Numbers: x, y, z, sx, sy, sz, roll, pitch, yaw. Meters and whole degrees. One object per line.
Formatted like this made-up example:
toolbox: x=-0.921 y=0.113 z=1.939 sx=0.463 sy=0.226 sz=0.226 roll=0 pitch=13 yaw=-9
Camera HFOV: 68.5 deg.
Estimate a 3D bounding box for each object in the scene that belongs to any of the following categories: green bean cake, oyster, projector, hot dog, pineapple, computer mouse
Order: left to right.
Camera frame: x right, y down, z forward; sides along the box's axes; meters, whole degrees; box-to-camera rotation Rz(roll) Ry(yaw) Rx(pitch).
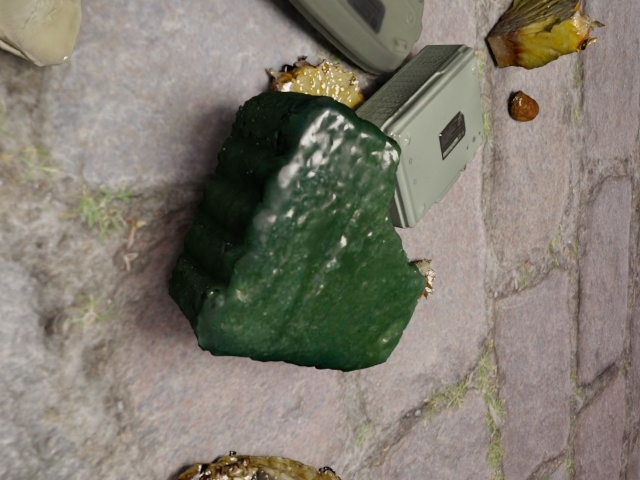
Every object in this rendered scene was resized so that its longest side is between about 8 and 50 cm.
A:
oyster: x=-0.066 y=0.391 z=0.699 sx=0.345 sy=0.079 sz=0.128 roll=39 pitch=81 yaw=-37
pineapple: x=-0.008 y=-0.160 z=0.674 sx=0.221 sy=0.047 sz=0.220 roll=-7 pitch=102 yaw=-36
green bean cake: x=0.000 y=0.000 z=0.602 sx=0.308 sy=0.169 sz=0.300 roll=21 pitch=97 yaw=-38
computer mouse: x=0.031 y=-0.371 z=0.646 sx=0.331 sy=0.095 sz=0.197 roll=29 pitch=80 yaw=-45
oyster: x=0.159 y=0.073 z=0.848 sx=0.132 sy=0.029 sz=0.085 roll=3 pitch=88 yaw=-35
projector: x=0.162 y=-0.164 z=0.741 sx=0.256 sy=0.099 sz=0.191 roll=-48 pitch=136 yaw=-27
hot dog: x=0.432 y=-0.286 z=1.003 sx=0.083 sy=0.035 sz=0.058 roll=13 pitch=89 yaw=-39
pineapple: x=0.424 y=-0.411 z=0.914 sx=0.114 sy=0.186 sz=0.236 roll=56 pitch=21 yaw=-26

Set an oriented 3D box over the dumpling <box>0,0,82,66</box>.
dumpling: x=-0.293 y=-0.271 z=0.405 sx=0.216 sy=0.126 sz=0.166 roll=36 pitch=48 yaw=-26
